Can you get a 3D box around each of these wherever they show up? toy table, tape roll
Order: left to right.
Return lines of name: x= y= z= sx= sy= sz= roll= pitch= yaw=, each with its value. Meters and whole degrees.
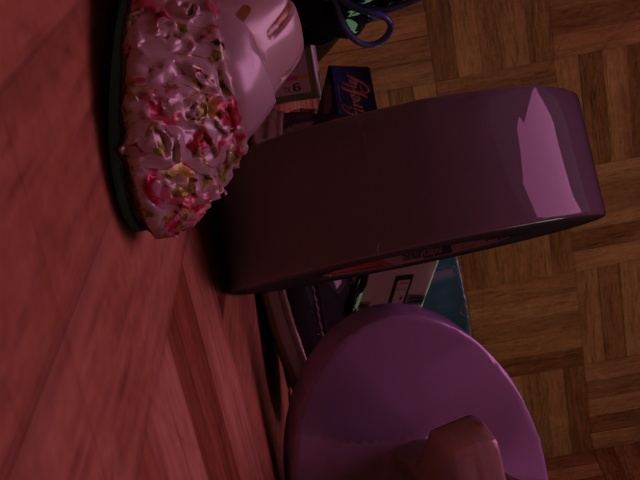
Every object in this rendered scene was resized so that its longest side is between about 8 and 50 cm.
tape roll: x=0.048 y=-0.024 z=0.610 sx=0.219 sy=0.219 sz=0.072 roll=52 pitch=27 yaw=-84
toy table: x=0.084 y=0.190 z=0.646 sx=0.274 sy=0.252 sz=0.161 roll=61 pitch=-7 yaw=-22

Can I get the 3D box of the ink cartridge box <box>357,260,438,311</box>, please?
ink cartridge box: x=0.062 y=0.007 z=1.130 sx=0.203 sy=0.086 sz=0.148 roll=103 pitch=-16 yaw=-45

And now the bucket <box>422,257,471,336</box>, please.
bucket: x=0.087 y=0.063 z=1.384 sx=0.281 sy=0.183 sz=0.281 roll=-11 pitch=90 yaw=-89

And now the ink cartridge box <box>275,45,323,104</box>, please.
ink cartridge box: x=-0.035 y=-0.206 z=1.171 sx=0.109 sy=0.062 sz=0.209 roll=-86 pitch=165 yaw=-79

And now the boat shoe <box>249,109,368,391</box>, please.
boat shoe: x=0.000 y=0.000 z=0.809 sx=0.102 sy=0.092 sz=0.285 roll=74 pitch=5 yaw=-48

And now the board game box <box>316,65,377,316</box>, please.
board game box: x=0.016 y=-0.027 z=1.029 sx=0.243 sy=0.042 sz=0.165 roll=105 pitch=-19 yaw=-52

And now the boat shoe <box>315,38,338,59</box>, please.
boat shoe: x=-0.027 y=-0.310 z=1.431 sx=0.110 sy=0.121 sz=0.341 roll=42 pitch=2 yaw=-3

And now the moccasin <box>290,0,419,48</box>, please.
moccasin: x=0.022 y=-0.218 z=0.899 sx=0.138 sy=0.117 sz=0.342 roll=40 pitch=-14 yaw=-6

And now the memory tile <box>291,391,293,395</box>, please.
memory tile: x=-0.016 y=0.115 z=0.895 sx=0.148 sy=0.012 sz=0.113 roll=67 pitch=12 yaw=-74

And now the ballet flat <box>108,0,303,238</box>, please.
ballet flat: x=-0.047 y=-0.103 z=0.449 sx=0.091 sy=0.077 sz=0.241 roll=78 pitch=4 yaw=-48

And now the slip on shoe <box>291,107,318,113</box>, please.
slip on shoe: x=-0.016 y=-0.145 z=1.526 sx=0.135 sy=0.041 sz=0.051 roll=-97 pitch=176 yaw=-49
